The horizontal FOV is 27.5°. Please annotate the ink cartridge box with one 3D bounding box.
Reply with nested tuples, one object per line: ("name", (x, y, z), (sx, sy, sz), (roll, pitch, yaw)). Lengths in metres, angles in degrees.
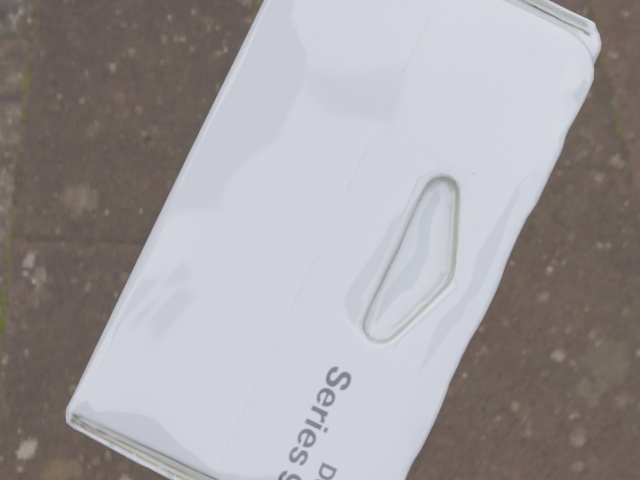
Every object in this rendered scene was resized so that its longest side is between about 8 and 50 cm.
("ink cartridge box", (0.000, 0.000, 0.432), (0.093, 0.212, 0.154), (25, 87, -4))
